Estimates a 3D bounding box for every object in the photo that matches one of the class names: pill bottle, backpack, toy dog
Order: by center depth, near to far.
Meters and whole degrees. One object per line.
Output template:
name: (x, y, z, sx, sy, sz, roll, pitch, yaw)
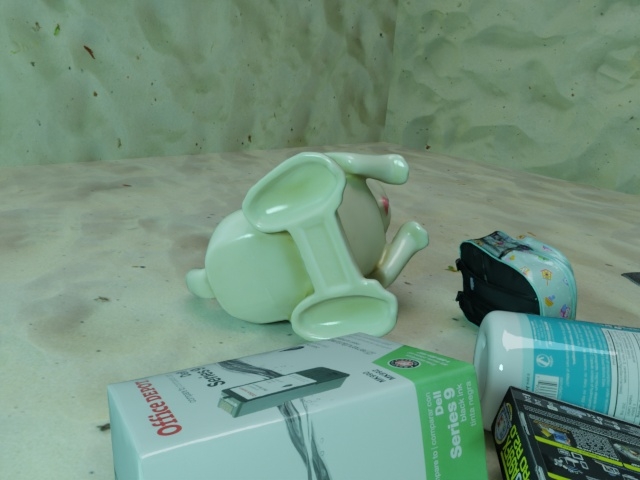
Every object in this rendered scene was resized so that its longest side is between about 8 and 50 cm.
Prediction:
pill bottle: (0.324, 0.171, 0.680, 0.263, 0.146, 0.146, 7, 18, 7)
backpack: (0.321, 0.083, 0.912, 0.144, 0.166, 0.188, -11, 24, -15)
toy dog: (0.000, 0.000, 1.016, 0.395, 0.285, 0.408, -28, 7, 25)

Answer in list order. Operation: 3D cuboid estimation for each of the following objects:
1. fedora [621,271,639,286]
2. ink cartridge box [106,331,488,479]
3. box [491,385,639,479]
fedora: (0.571, 0.142, 0.854, 0.275, 0.125, 0.243, 2, 18, -35)
ink cartridge box: (-0.031, 0.179, 0.518, 0.289, 0.122, 0.211, -7, 3, -26)
box: (0.303, 0.247, 0.504, 0.269, 0.060, 0.216, 17, 20, 2)
